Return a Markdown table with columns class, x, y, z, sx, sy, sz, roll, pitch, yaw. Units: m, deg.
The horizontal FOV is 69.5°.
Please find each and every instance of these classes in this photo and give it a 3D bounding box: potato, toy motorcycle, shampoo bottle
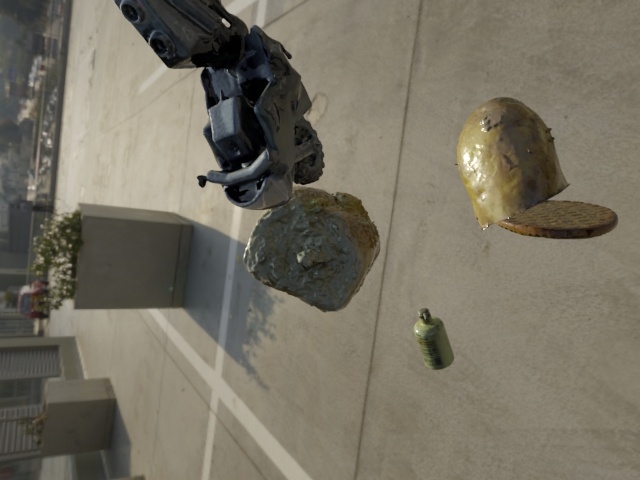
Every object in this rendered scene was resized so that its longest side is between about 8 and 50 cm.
| class | x | y | z | sx | sy | sz | roll | pitch | yaw |
| --- | --- | --- | --- | --- | --- | --- | --- | --- | --- |
| potato | 0.417 | -0.190 | 1.044 | 0.229 | 0.229 | 0.266 | -35 | 76 | 51 |
| toy motorcycle | -0.086 | -0.135 | 0.452 | 0.106 | 0.270 | 0.159 | -10 | 46 | 36 |
| shampoo bottle | 0.284 | 0.245 | 1.177 | 0.079 | 0.079 | 0.162 | 7 | 122 | 58 |

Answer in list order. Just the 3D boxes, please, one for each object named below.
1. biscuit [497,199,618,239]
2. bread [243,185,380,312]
| class | x | y | z | sx | sy | sz | roll | pitch | yaw |
| --- | --- | --- | --- | --- | --- | --- | --- | --- | --- |
| biscuit | 0.657 | -0.063 | 1.306 | 0.318 | 0.318 | 0.040 | 23 | 124 | 57 |
| bread | 0.000 | 0.000 | 0.769 | 0.246 | 0.195 | 0.176 | -30 | -39 | -77 |
